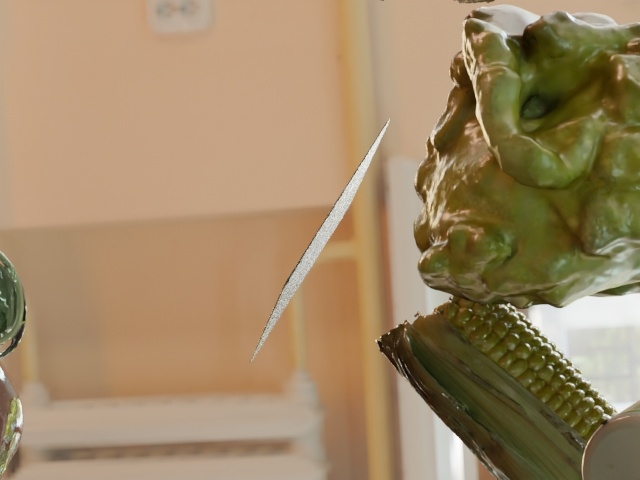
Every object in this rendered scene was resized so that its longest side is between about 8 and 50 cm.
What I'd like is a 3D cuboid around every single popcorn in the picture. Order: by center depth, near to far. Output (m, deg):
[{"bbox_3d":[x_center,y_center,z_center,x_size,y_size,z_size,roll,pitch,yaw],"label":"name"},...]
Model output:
[{"bbox_3d":[0.194,-0.050,1.159,0.293,0.293,0.237,-51,160,-77],"label":"popcorn"}]

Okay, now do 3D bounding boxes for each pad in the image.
[{"bbox_3d":[0.000,0.000,1.356,0.211,0.003,0.143,-58,176,-36],"label":"pad"}]

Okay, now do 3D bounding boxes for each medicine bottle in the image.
[{"bbox_3d":[0.247,0.129,1.015,0.183,0.086,0.086,-17,104,-53],"label":"medicine bottle"}]

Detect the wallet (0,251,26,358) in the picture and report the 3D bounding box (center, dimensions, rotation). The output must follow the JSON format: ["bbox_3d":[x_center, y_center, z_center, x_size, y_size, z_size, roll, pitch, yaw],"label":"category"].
[{"bbox_3d":[-0.312,0.037,0.651,0.223,0.309,0.077,22,60,-53],"label":"wallet"}]

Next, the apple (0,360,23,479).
[{"bbox_3d":[-0.433,0.149,1.416,0.317,0.288,0.288,46,31,-31],"label":"apple"}]

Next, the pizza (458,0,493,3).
[{"bbox_3d":[0.068,-0.153,0.819,0.197,0.292,0.058,-105,-164,-83],"label":"pizza"}]

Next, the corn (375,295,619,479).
[{"bbox_3d":[0.178,0.164,1.253,0.123,0.305,0.122,-35,167,-37],"label":"corn"}]
